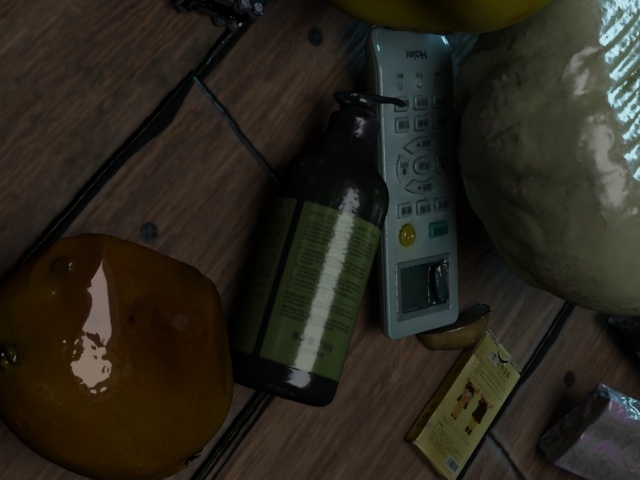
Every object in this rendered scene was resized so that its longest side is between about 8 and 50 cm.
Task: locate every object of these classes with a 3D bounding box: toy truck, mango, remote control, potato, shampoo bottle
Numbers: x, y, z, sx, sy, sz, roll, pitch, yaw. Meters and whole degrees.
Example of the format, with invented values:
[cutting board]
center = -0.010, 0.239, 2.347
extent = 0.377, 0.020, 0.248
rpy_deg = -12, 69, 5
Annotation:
[toy truck]
center = -0.084, -0.212, 1.048
extent = 0.083, 0.039, 0.044
rpy_deg = 12, 68, -38
[mango]
center = -0.158, 0.103, 0.945
extent = 0.236, 0.136, 0.166
rpy_deg = 25, 65, -48
[remote control]
center = 0.084, -0.057, 1.173
extent = 0.103, 0.051, 0.293
rpy_deg = -10, 99, -42
[potato]
center = 0.143, 0.096, 1.235
extent = 0.093, 0.037, 0.036
rpy_deg = -20, 109, -35
[shampoo bottle]
center = 0.000, 0.000, 1.081
extent = 0.101, 0.101, 0.284
rpy_deg = 23, 78, -36

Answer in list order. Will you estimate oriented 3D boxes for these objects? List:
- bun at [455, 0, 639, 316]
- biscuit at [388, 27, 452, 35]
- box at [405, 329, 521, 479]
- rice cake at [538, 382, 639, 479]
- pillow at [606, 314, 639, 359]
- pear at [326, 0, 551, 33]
[bun]
center = 0.266, -0.092, 1.206
extent = 0.365, 0.219, 0.365
rpy_deg = 15, 69, -46
[biscuit]
center = 0.080, -0.226, 1.157
extent = 0.083, 0.018, 0.081
rpy_deg = -3, 53, -37
[box]
center = 0.149, 0.168, 1.252
extent = 0.073, 0.020, 0.149
rpy_deg = 50, 64, -26
[rice cake]
center = 0.390, 0.251, 1.353
extent = 0.298, 0.050, 0.106
rpy_deg = 26, 109, -21
[pillow]
center = 0.453, 0.120, 1.417
extent = 0.186, 0.106, 0.250
rpy_deg = -42, 103, -18
[pear]
center = 0.138, -0.371, 1.009
extent = 0.362, 0.362, 0.418
rpy_deg = 34, 70, -33
